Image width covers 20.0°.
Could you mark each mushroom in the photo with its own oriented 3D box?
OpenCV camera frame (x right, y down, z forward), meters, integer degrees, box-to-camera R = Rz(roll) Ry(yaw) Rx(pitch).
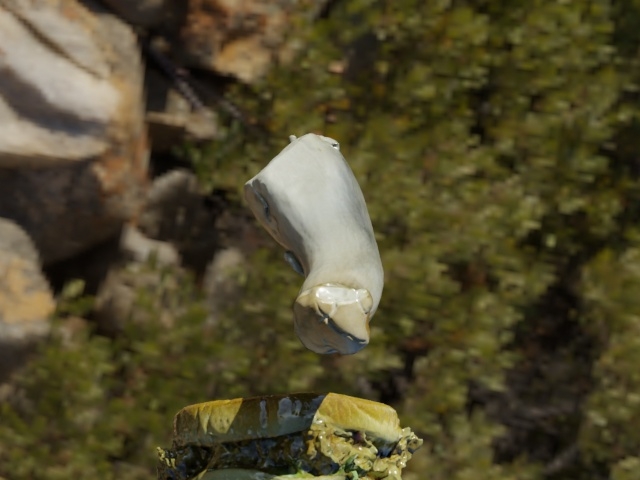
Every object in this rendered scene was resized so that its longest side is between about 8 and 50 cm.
[{"bbox_3d":[0.002,0.001,1.515,0.096,0.278,0.099,34,112,-32],"label":"mushroom"}]

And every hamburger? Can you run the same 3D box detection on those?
[{"bbox_3d":[-0.031,0.199,1.551,0.189,0.215,0.122,26,60,-65],"label":"hamburger"}]
